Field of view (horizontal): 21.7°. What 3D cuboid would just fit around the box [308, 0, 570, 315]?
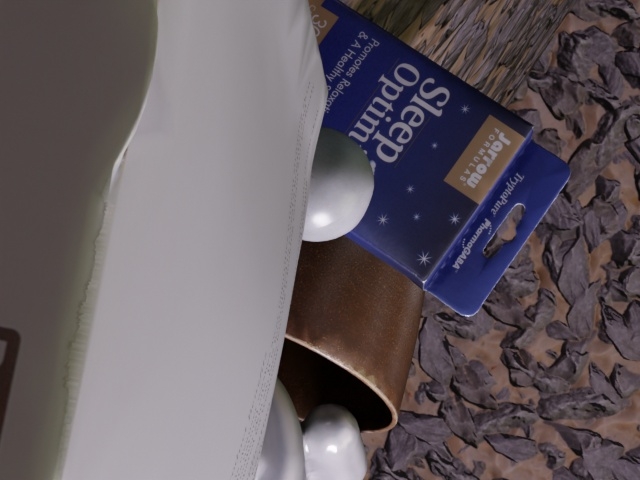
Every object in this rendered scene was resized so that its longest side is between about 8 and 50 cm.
[{"bbox_3d":[0.049,-0.063,1.165,0.136,0.225,0.036,-55,171,-9],"label":"box"}]

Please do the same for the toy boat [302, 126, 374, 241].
[{"bbox_3d":[0.030,-0.160,0.958,0.318,0.148,0.267,-58,171,12],"label":"toy boat"}]

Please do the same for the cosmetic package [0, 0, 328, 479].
[{"bbox_3d":[-0.098,-0.017,0.572,0.385,0.156,0.217,69,32,-77],"label":"cosmetic package"}]

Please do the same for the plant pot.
[{"bbox_3d":[0.000,0.000,1.309,0.215,0.215,0.230,99,13,-70],"label":"plant pot"}]

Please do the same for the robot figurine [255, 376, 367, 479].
[{"bbox_3d":[-0.109,0.188,1.274,0.353,0.300,0.200,91,-10,-68],"label":"robot figurine"}]
